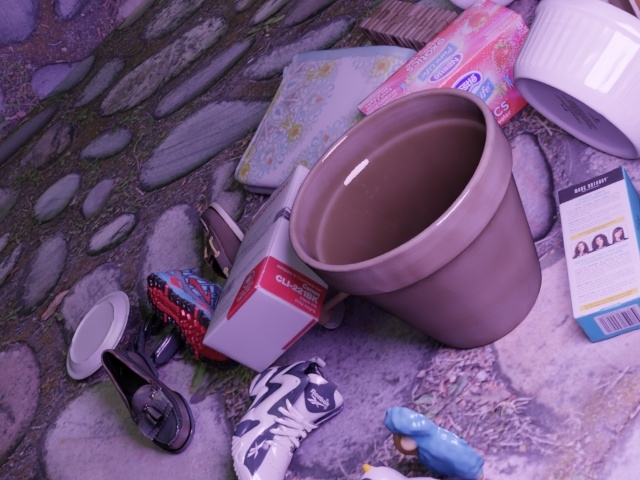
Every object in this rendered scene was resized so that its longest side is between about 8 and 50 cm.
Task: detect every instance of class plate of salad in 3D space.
[{"bbox_3d":[-0.446,0.195,1.997,0.199,0.048,0.200,-32,39,31],"label":"plate of salad"}]

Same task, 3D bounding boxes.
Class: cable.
[{"bbox_3d":[-0.300,0.176,1.878,0.150,0.047,0.184,5,57,55],"label":"cable"}]

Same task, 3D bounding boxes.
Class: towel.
[{"bbox_3d":[0.011,-0.228,1.937,0.374,0.090,0.321,8,70,50],"label":"towel"}]

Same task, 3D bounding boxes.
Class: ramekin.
[{"bbox_3d":[0.401,-0.226,1.413,0.127,0.273,0.273,-56,34,0],"label":"ramekin"}]

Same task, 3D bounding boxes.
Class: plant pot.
[{"bbox_3d":[0.162,-0.004,1.376,0.323,0.280,0.323,-27,37,22],"label":"plant pot"}]

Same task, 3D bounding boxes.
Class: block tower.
[{"bbox_3d":[0.205,-0.410,1.969,0.091,0.097,0.335,-47,32,-8],"label":"block tower"}]

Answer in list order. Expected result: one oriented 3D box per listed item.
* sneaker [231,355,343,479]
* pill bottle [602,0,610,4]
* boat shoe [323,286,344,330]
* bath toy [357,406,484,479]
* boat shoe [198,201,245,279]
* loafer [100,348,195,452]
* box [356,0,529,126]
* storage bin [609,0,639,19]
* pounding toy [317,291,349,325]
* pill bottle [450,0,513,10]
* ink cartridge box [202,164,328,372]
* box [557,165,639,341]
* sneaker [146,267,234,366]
[{"bbox_3d":[-0.039,0.264,1.447,0.153,0.094,0.235,-33,23,30],"label":"sneaker"},{"bbox_3d":[0.460,-0.503,1.782,0.124,0.124,0.221,-35,33,11],"label":"pill bottle"},{"bbox_3d":[0.012,0.107,1.628,0.046,0.038,0.125,1,42,-10],"label":"boat shoe"},{"bbox_3d":[0.076,0.378,1.168,0.151,0.129,0.348,-8,47,41],"label":"bath toy"},{"bbox_3d":[-0.165,0.028,1.837,0.096,0.117,0.324,-42,38,-5],"label":"boat shoe"},{"bbox_3d":[-0.309,0.273,1.700,0.096,0.084,0.267,-57,41,4],"label":"loafer"},{"bbox_3d":[0.236,-0.260,1.711,0.300,0.154,0.142,-41,33,1],"label":"box"},{"bbox_3d":[0.551,-0.525,1.586,0.260,0.262,0.123,-39,31,6],"label":"storage bin"},{"bbox_3d":[0.071,0.060,1.553,0.206,0.094,0.181,-52,21,-1],"label":"pounding toy"},{"bbox_3d":[0.303,-0.564,1.928,0.181,0.181,0.323,-33,19,15],"label":"pill bottle"},{"bbox_3d":[-0.064,0.043,1.573,0.197,0.114,0.273,-46,20,45],"label":"ink cartridge box"},{"bbox_3d":[0.386,0.015,1.322,0.100,0.060,0.244,-23,38,27],"label":"box"},{"bbox_3d":[-0.204,0.121,1.772,0.125,0.104,0.262,-18,43,-34],"label":"sneaker"}]
